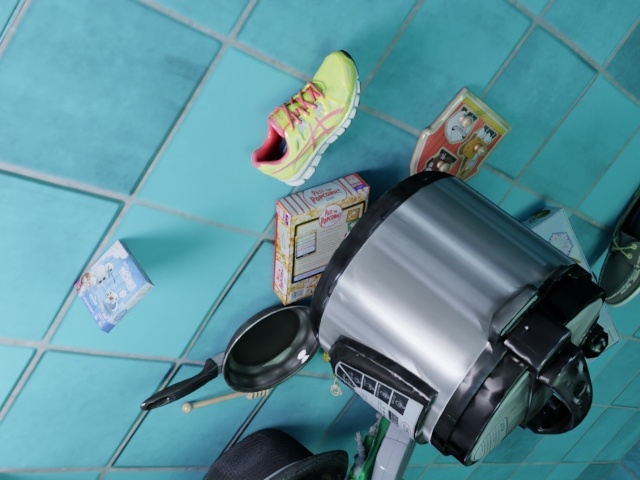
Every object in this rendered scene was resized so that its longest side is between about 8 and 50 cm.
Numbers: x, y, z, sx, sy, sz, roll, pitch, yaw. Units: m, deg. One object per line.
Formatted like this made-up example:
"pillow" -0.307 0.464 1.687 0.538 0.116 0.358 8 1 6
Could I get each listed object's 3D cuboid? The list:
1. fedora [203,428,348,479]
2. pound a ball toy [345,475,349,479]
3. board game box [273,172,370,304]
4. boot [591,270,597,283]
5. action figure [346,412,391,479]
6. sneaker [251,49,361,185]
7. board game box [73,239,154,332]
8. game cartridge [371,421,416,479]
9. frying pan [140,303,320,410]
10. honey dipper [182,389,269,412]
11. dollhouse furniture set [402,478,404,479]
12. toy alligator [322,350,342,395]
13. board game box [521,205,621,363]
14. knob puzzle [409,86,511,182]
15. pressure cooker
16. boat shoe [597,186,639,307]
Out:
"fedora" -0.107 0.461 1.620 0.334 0.152 0.334 -32 148 -23
"pound a ball toy" 0.080 0.600 1.785 0.135 0.319 0.208 -29 140 -16
"board game box" 0.000 0.000 1.361 0.146 0.045 0.194 -20 138 -26
"boot" 0.540 0.088 1.900 0.197 0.073 0.152 -34 136 -18
"action figure" 0.098 0.436 1.767 0.232 0.063 0.137 -57 157 -45
"sneaker" -0.023 -0.165 1.156 0.094 0.081 0.209 8 121 -42
"board game box" -0.276 0.061 1.143 0.090 0.090 0.020 -45 146 3
"game cartridge" 0.174 0.405 1.784 0.297 0.062 0.198 -55 155 -47
"frying pan" -0.136 0.215 1.447 0.326 0.053 0.197 -33 142 -8
"honey dipper" -0.166 0.275 1.497 0.160 0.030 0.031 -11 133 -32
"dollhouse furniture set" 0.116 0.588 2.023 0.182 0.101 0.161 -51 166 11
"toy alligator" 0.038 0.213 1.600 0.051 0.056 0.190 -65 163 -44
"board game box" 0.407 0.147 1.705 0.318 0.066 0.318 -31 105 -13
"knob puzzle" 0.226 -0.141 1.435 0.213 0.030 0.213 -24 139 -22
"pressure cooker" 0.238 0.136 1.336 0.369 0.420 0.376 -17 140 -53
"boat shoe" 0.702 -0.005 1.905 0.096 0.116 0.325 21 103 -38
